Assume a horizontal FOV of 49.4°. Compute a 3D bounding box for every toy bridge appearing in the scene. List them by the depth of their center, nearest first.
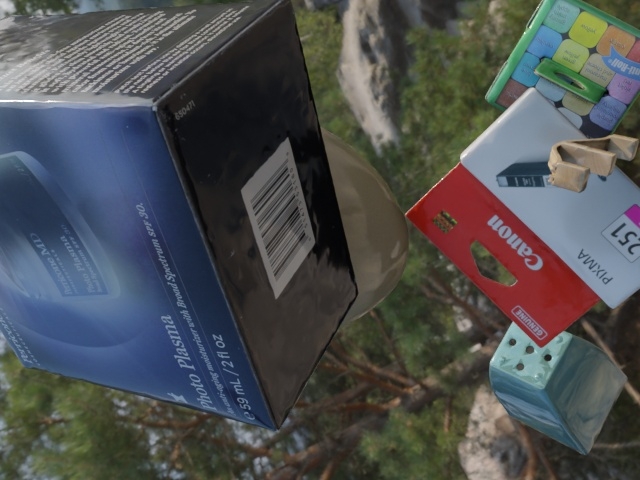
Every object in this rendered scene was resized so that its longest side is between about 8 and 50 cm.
[{"bbox_3d":[0.286,-0.090,0.753,0.063,0.188,0.026,21,119,33],"label":"toy bridge"}]

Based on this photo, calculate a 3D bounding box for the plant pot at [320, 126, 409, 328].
[{"bbox_3d":[0.000,0.000,0.884,0.284,0.191,0.284,-25,59,53],"label":"plant pot"}]

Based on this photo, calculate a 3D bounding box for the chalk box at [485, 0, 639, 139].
[{"bbox_3d":[0.367,-0.239,1.004,0.180,0.179,0.289,33,-159,10],"label":"chalk box"}]

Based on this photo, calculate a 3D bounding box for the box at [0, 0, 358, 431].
[{"bbox_3d":[-0.156,-0.023,0.583,0.294,0.182,0.296,6,130,28],"label":"box"}]

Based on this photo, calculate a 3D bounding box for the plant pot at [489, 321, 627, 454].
[{"bbox_3d":[0.403,0.237,1.220,0.166,0.165,0.234,23,166,42],"label":"plant pot"}]

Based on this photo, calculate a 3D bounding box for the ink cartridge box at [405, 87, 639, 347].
[{"bbox_3d":[0.281,-0.017,0.897,0.275,0.239,0.060,44,-161,1],"label":"ink cartridge box"}]
